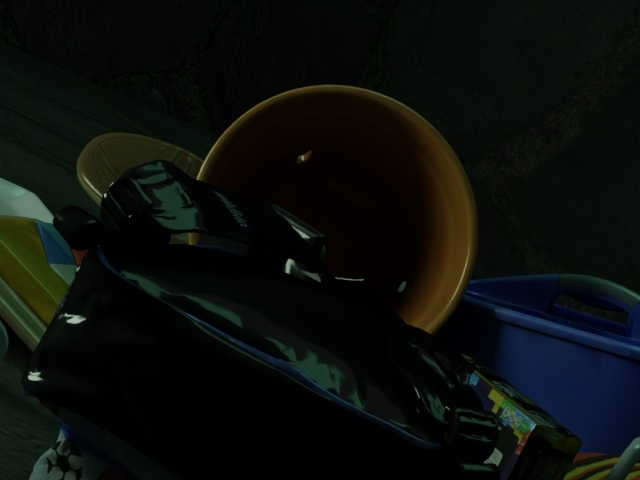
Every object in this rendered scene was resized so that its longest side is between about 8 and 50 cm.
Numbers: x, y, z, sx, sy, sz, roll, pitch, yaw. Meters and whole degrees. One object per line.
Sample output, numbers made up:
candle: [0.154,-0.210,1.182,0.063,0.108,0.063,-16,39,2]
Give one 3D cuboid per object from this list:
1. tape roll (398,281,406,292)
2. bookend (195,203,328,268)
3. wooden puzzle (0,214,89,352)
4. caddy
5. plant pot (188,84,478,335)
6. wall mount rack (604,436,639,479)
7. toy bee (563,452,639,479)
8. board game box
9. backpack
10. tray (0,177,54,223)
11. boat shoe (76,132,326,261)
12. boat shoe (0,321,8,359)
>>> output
tape roll: [-0.046,0.014,2.431,0.392,0.072,0.392,27,6,-3]
bookend: [-0.095,0.034,1.601,0.072,0.157,0.156,32,6,38]
wooden puzzle: [-0.197,0.045,1.421,0.238,0.044,0.221,41,9,14]
caddy: [0.273,0.127,1.911,0.341,0.179,0.241,16,4,22]
plant pot: [0.000,0.000,1.898,0.291,0.291,0.203,27,-11,-4]
wall mount rack: [0.325,0.292,1.463,0.350,0.130,0.304,31,-15,23]
toy bee: [0.360,0.246,1.686,0.195,0.298,0.162,52,30,-19]
board game box: [0.113,0.176,1.391,0.048,0.141,0.170,22,8,-25]
backpack: [-0.024,0.105,1.068,0.276,0.213,0.263,35,15,13]
tray: [-0.314,-0.026,1.753,0.145,0.030,0.270,24,7,-27]
boat shoe: [-0.130,0.000,2.074,0.341,0.122,0.110,31,-31,5]
boat shoe: [-0.276,0.043,1.240,0.142,0.049,0.040,25,5,-3]
